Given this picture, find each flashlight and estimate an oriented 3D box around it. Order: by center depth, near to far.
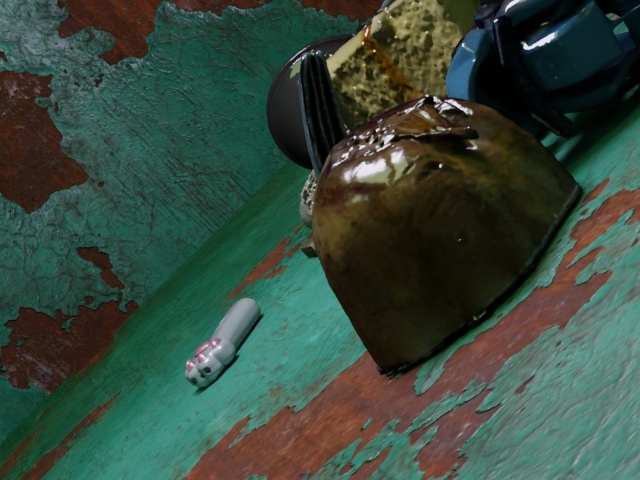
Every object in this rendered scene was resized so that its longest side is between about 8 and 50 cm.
[{"bbox_3d":[-0.142,0.145,1.954,0.093,0.047,0.200,-39,10,32],"label":"flashlight"}]

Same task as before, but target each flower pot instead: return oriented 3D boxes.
[{"bbox_3d":[0.051,-0.209,2.293,0.269,0.269,0.166,-42,30,9],"label":"flower pot"}]

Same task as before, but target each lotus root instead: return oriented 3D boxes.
[{"bbox_3d":[0.097,-0.028,1.231,0.272,0.192,0.272,-36,8,6],"label":"lotus root"}]

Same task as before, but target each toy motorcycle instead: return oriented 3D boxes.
[{"bbox_3d":[0.283,-0.210,1.298,0.416,0.172,0.232,-15,28,40],"label":"toy motorcycle"}]

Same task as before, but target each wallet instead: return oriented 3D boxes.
[{"bbox_3d":[0.012,-0.077,1.574,0.054,0.291,0.251,-15,3,-5],"label":"wallet"}]

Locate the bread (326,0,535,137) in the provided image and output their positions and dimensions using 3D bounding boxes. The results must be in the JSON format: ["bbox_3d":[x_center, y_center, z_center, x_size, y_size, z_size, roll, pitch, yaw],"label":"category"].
[{"bbox_3d":[0.158,-0.213,1.629,0.198,0.236,0.263,-50,10,-36],"label":"bread"}]

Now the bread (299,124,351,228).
[{"bbox_3d":[0.085,-0.152,2.006,0.337,0.102,0.183,-58,-6,-2],"label":"bread"}]

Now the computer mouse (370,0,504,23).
[{"bbox_3d":[0.127,-0.258,1.721,0.379,0.167,0.090,137,142,-56],"label":"computer mouse"}]

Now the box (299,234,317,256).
[{"bbox_3d":[0.000,0.000,2.088,0.053,0.024,0.083,-45,9,-13],"label":"box"}]
